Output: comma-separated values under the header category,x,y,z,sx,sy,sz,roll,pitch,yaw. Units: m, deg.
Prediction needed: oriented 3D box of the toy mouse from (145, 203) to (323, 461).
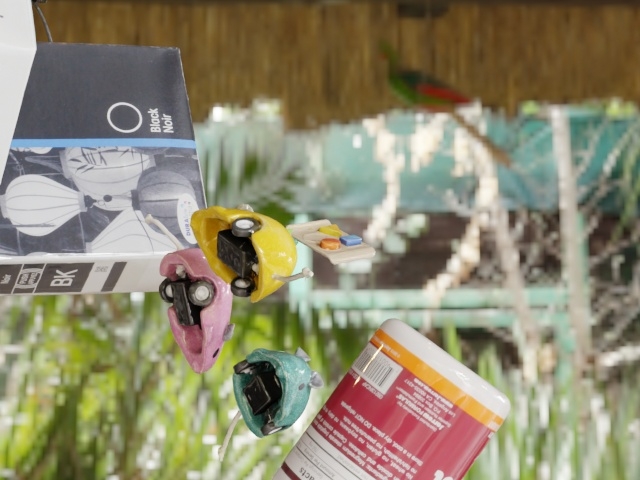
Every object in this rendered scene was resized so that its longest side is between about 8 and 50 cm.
category,x,y,z,sx,sy,sz,roll,pitch,yaw
toy mouse,-0.038,0.045,0.796,0.031,0.143,0.161,-18,31,-31

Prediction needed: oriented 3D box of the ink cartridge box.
category,x,y,z,sx,sy,sz,roll,pitch,yaw
ink cartridge box,-0.242,-0.047,1.045,0.332,0.165,0.065,-2,-25,-21

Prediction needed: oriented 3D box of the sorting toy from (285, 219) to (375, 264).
category,x,y,z,sx,sy,sz,roll,pitch,yaw
sorting toy,0.000,0.000,1.382,0.083,0.012,0.062,-9,34,-46

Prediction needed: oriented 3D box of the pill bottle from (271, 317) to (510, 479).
category,x,y,z,sx,sy,sz,roll,pitch,yaw
pill bottle,0.028,0.125,0.886,0.086,0.152,0.086,36,0,0

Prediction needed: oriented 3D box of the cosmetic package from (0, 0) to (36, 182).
category,x,y,z,sx,sy,sz,roll,pitch,yaw
cosmetic package,-0.307,-0.197,0.841,0.284,0.377,0.097,7,-49,-23

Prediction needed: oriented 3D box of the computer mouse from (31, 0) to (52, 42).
category,x,y,z,sx,sy,sz,roll,pitch,yaw
computer mouse,-0.225,-0.179,1.426,0.041,0.242,0.071,-41,31,-29
